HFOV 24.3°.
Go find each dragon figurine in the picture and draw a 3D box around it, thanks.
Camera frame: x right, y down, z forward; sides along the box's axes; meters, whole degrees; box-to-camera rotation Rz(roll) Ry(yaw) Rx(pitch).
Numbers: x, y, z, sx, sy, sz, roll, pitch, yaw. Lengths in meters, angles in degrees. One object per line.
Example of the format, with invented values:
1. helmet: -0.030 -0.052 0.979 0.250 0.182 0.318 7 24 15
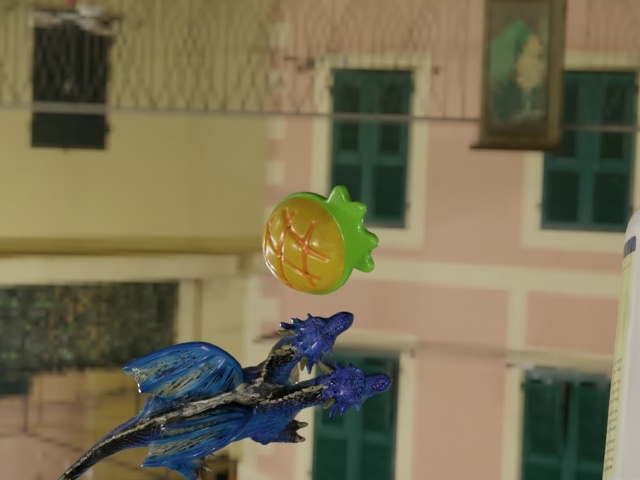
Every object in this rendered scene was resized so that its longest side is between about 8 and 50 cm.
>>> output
1. dragon figurine: -0.090 0.124 1.086 0.289 0.085 0.144 -16 163 3

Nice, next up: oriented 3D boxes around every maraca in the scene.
1. maraca: 0.000 0.000 1.758 0.099 0.127 0.185 -26 -175 -41

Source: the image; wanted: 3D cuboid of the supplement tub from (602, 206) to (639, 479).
1. supplement tub: 0.349 0.136 1.189 0.235 0.325 0.235 8 166 2
